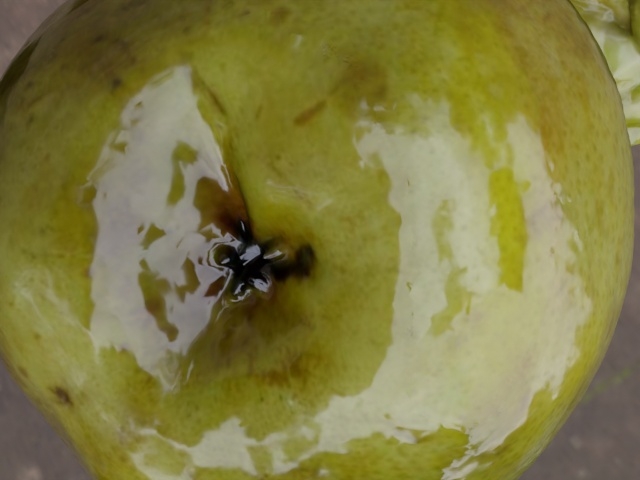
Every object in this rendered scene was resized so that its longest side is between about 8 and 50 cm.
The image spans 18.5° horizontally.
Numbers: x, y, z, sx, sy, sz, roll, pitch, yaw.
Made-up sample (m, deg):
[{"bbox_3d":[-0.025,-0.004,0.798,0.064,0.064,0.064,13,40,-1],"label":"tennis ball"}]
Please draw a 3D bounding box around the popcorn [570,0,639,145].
[{"bbox_3d":[0.170,-0.188,1.322,0.241,0.250,0.235,-21,136,28],"label":"popcorn"}]

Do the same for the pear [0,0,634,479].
[{"bbox_3d":[0.000,0.000,0.887,0.304,0.304,0.304,-11,123,-18],"label":"pear"}]
